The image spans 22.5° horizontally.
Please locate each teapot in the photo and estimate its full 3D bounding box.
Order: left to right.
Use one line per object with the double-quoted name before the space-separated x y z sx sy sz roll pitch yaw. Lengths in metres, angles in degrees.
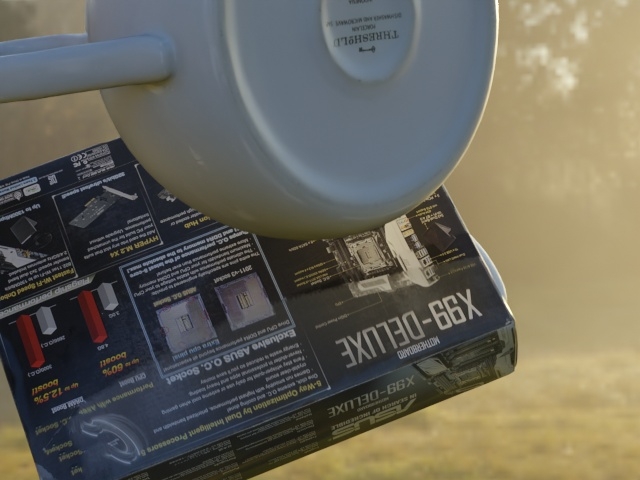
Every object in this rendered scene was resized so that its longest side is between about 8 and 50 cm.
"teapot" -0.042 -0.117 0.887 0.187 0.252 0.256 4 -28 46

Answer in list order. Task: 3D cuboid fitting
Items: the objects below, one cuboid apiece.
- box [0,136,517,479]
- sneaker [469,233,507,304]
"box" -0.059 0.028 1.044 0.307 0.242 0.076 -22 -31 -7
"sneaker" 0.000 0.000 1.243 0.296 0.104 0.147 33 20 34
